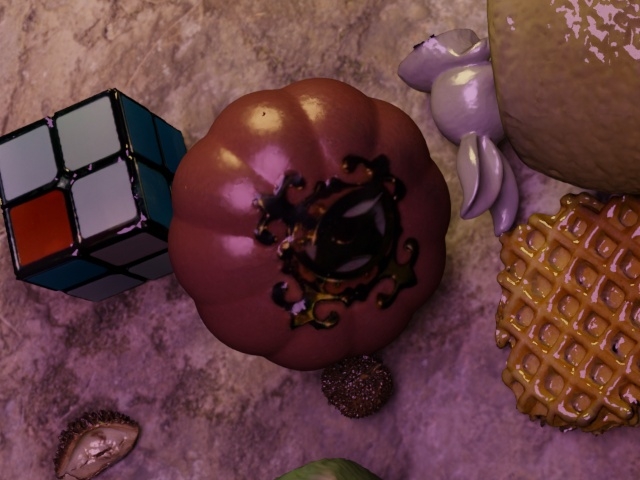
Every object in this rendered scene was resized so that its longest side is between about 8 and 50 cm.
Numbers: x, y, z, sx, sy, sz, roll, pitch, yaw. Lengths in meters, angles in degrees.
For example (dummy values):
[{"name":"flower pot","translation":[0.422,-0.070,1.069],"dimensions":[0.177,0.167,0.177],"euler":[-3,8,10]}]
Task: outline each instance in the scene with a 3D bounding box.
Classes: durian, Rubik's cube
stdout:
[{"name":"durian","translation":[0.038,0.158,1.458],"dimensions":[0.080,0.080,0.091],"euler":[45,136,23]},{"name":"Rubik's cube","translation":[-0.255,-0.047,1.559],"dimensions":[0.180,0.167,0.183],"euler":[-19,70,16]},{"name":"durian","translation":[-0.271,0.237,1.578],"dimensions":[0.130,0.052,0.066],"euler":[-32,107,14]}]

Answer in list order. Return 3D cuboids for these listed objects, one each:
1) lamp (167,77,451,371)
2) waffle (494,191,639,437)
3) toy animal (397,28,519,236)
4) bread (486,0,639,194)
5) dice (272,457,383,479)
[{"name":"lamp","translation":[-0.016,-0.020,1.400],"dimensions":[0.305,0.305,0.239],"euler":[-58,24,0]},{"name":"waffle","translation":[0.285,0.071,1.365],"dimensions":[0.245,0.052,0.254],"euler":[-13,73,34]},{"name":"toy animal","translation":[0.180,-0.125,1.447],"dimensions":[0.130,0.103,0.221],"euler":[-28,70,12]},{"name":"bread","translation":[0.298,-0.193,1.304],"dimensions":[0.237,0.320,0.321],"euler":[-5,76,20]},{"name":"dice","translation":[-0.003,0.422,1.273],"dimensions":[0.330,0.322,0.318],"euler":[-43,68,8]}]
